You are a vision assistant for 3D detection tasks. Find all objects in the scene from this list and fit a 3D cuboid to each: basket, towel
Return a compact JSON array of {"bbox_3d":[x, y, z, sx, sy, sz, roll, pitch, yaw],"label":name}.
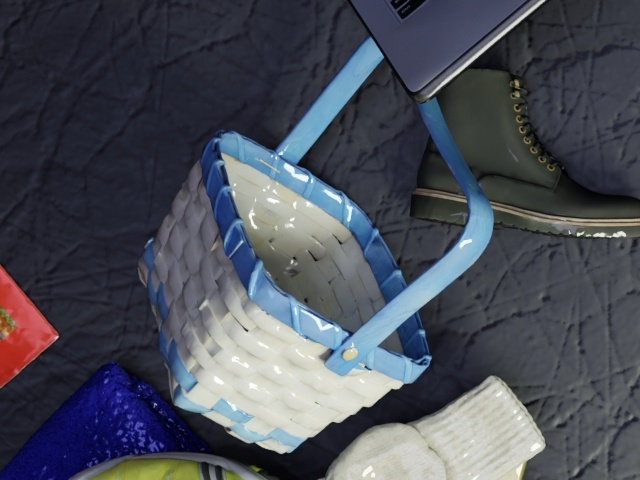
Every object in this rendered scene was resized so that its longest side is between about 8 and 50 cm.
[{"bbox_3d":[0.000,0.000,1.472,0.201,0.255,0.289,24,121,-31],"label":"basket"},{"bbox_3d":[-0.205,0.284,1.607,0.227,0.076,0.308,44,99,5],"label":"towel"}]

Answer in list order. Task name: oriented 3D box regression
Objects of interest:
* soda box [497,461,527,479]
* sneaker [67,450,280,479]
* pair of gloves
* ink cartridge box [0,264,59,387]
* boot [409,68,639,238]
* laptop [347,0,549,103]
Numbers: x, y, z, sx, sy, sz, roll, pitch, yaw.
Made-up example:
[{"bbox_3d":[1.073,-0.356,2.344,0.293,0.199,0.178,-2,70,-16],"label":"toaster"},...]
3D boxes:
[{"bbox_3d":[0.123,0.233,1.553,0.061,0.058,0.181,17,96,10],"label":"soda box"},{"bbox_3d":[-0.051,0.265,1.454,0.384,0.147,0.145,18,96,21],"label":"sneaker"},{"bbox_3d":[0.109,0.250,1.505,0.204,0.042,0.240,-27,86,12],"label":"pair of gloves"},{"bbox_3d":[-0.404,0.063,1.647,0.239,0.060,0.275,-42,84,11],"label":"ink cartridge box"},{"bbox_3d":[0.177,-0.073,1.528,0.197,0.077,0.137,7,88,9],"label":"boot"},{"bbox_3d":[0.107,-0.374,1.449,0.382,0.408,0.236,-40,118,9],"label":"laptop"}]
